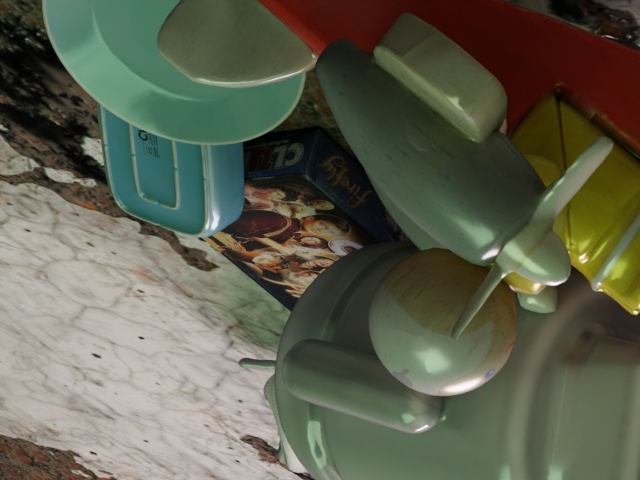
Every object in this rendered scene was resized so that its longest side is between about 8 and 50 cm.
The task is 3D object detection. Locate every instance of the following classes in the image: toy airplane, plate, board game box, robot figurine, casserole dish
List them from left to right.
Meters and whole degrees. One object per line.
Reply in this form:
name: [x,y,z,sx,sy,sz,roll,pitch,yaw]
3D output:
casserole dish: [-0.114,-0.069,1.455,0.114,0.037,0.188,19,140,16]
plate: [-0.096,-0.141,1.329,0.188,0.024,0.188,13,137,12]
board game box: [0.000,0.000,1.572,0.165,0.042,0.243,-5,147,39]
toy airplane: [0.079,-0.050,1.143,0.386,0.272,0.384,21,178,-40]
robot figurine: [0.110,0.108,1.420,0.353,0.200,0.300,9,177,41]

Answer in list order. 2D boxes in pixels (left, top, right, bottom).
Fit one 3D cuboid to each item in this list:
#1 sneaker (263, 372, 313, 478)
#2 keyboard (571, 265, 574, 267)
sneaker: [0.081,0.198,1.850,0.236,0.130,0.323,12,161,36]
keyboard: [0.248,0.057,1.453,0.317,0.033,0.201,18,143,29]
